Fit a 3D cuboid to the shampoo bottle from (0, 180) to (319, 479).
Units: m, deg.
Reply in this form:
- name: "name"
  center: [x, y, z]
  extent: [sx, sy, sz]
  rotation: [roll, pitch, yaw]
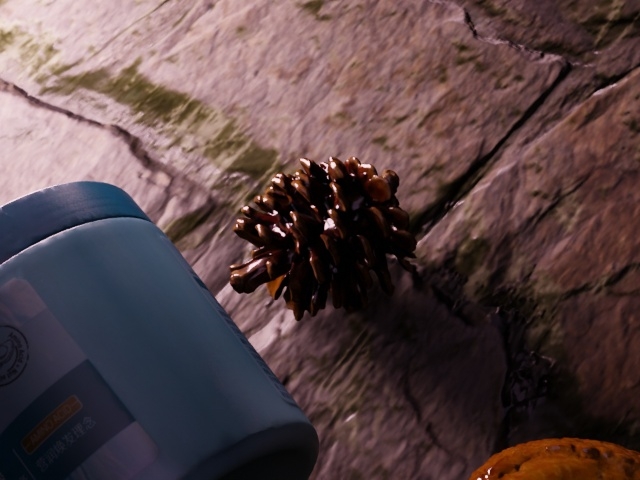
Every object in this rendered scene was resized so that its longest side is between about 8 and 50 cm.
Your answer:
- name: "shampoo bottle"
  center: [-0.222, 0.174, 1.460]
  extent: [0.331, 0.331, 0.343]
  rotation: [-35, 69, -15]

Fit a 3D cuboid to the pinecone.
- name: "pinecone"
  center: [-0.001, -0.001, 1.626]
  extent: [0.212, 0.185, 0.169]
  rotation: [-21, 38, 7]

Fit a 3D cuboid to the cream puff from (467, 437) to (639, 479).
- name: "cream puff"
  center: [0.252, 0.341, 1.425]
  extent: [0.303, 0.212, 0.303]
  rotation: [3, 66, -6]
